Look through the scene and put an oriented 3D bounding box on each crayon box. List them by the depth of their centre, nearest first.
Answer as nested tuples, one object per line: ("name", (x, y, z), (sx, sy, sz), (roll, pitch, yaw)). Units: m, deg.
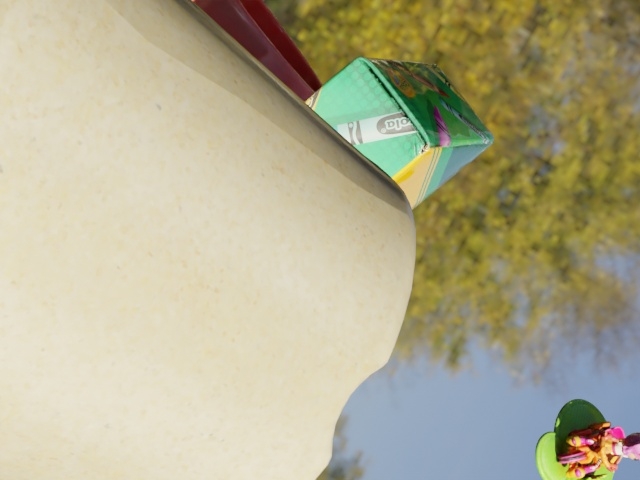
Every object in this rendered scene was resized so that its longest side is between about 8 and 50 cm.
("crayon box", (-0.022, -0.015, 1.126), (0.278, 0.081, 0.165), (-39, 170, 20))

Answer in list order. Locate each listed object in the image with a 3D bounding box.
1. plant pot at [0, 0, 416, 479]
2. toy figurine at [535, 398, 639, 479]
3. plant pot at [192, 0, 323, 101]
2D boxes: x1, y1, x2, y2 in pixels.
("plant pot", (-0.136, -0.012, 0.747), (0.334, 0.305, 0.334), (-44, -153, 29))
("toy figurine", (0.385, 0.258, 1.992), (0.159, 0.130, 0.173), (-18, 173, 43))
("plant pot", (-0.163, -0.154, 1.431), (0.243, 0.275, 0.275), (-37, -172, 6))
